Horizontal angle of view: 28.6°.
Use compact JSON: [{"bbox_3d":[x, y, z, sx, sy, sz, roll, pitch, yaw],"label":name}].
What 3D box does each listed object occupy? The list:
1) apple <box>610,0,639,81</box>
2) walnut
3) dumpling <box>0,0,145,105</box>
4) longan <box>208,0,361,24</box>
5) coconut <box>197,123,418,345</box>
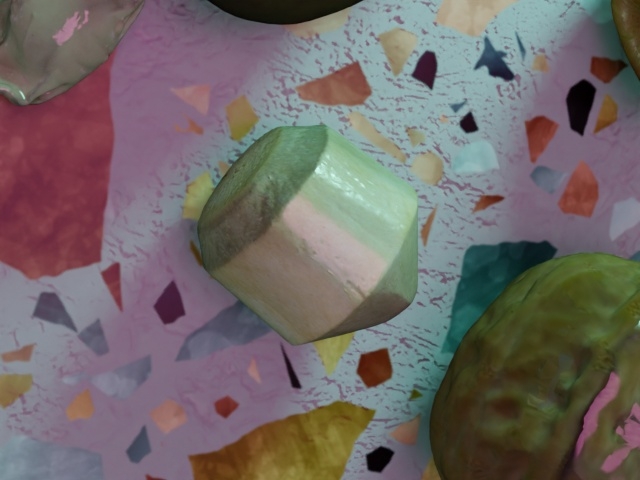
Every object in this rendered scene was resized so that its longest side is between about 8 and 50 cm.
[{"bbox_3d":[0.444,-0.257,1.328,0.241,0.242,0.242,-22,102,-14],"label":"apple"},{"bbox_3d":[0.287,0.169,1.307,0.306,0.306,0.344,31,94,-17],"label":"walnut"},{"bbox_3d":[-0.260,-0.218,1.209,0.134,0.100,0.169,44,100,21],"label":"dumpling"},{"bbox_3d":[-0.020,-0.328,1.180,0.258,0.258,0.258,-2,97,-16],"label":"longan"},{"bbox_3d":[0.000,0.000,1.247,0.222,0.202,0.202,40,85,-14],"label":"coconut"}]
